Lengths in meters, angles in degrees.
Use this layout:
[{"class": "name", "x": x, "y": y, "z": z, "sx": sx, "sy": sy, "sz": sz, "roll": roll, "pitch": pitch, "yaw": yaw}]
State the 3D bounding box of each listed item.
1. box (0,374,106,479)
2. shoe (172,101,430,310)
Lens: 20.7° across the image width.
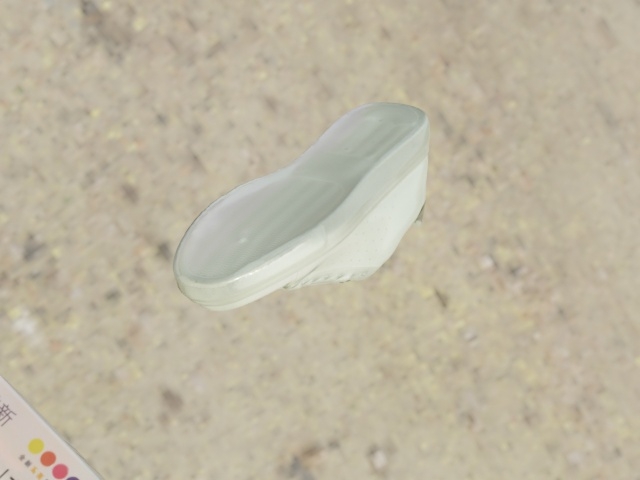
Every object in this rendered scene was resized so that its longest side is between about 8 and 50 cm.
[{"class": "box", "x": -0.250, "y": 0.239, "z": 1.642, "sx": 0.221, "sy": 0.091, "sz": 0.274, "roll": 42, "pitch": -12, "yaw": 21}, {"class": "shoe", "x": 0.000, "y": 0.000, "z": 1.273, "sx": 0.265, "sy": 0.095, "sz": 0.110, "roll": -40, "pitch": 134, "yaw": -39}]
